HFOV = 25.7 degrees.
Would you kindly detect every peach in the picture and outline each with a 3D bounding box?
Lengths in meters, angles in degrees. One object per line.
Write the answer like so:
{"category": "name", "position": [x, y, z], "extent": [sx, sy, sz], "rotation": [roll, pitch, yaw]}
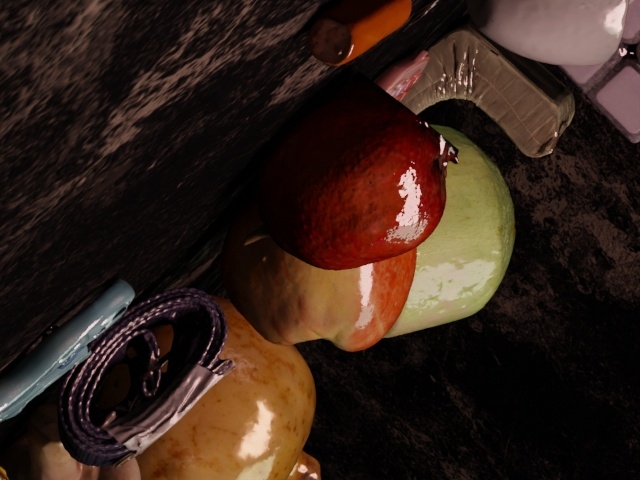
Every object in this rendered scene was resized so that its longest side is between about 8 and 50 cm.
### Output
{"category": "peach", "position": [0.000, 0.000, 1.643], "extent": [0.232, 0.257, 0.232], "rotation": [1, 179, 0]}

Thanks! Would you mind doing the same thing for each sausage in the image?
{"category": "sausage", "position": [0.033, -0.170, 1.076], "extent": [0.131, 0.041, 0.039], "rotation": [-42, 155, -54]}

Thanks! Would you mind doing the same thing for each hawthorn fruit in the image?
{"category": "hawthorn fruit", "position": [0.019, -0.059, 1.455], "extent": [0.251, 0.189, 0.189], "rotation": [-25, -178, 12]}

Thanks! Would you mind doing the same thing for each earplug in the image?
{"category": "earplug", "position": [0.267, -0.311, 1.345], "extent": [0.325, 0.175, 0.214], "rotation": [-54, 176, -16]}

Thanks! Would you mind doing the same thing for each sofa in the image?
{"category": "sofa", "position": [0.234, -0.191, 2.009], "extent": [0.176, 0.225, 0.210], "rotation": [-49, 179, 21]}

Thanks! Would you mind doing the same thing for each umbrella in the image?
{"category": "umbrella", "position": [0.127, -0.262, 1.466], "extent": [0.122, 0.013, 0.022], "rotation": [-46, -161, 19]}

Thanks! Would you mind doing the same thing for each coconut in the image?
{"category": "coconut", "position": [0.113, -0.015, 2.012], "extent": [0.328, 0.328, 0.281], "rotation": [-44, -143, -3]}

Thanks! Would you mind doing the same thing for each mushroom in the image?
{"category": "mushroom", "position": [-0.327, 0.296, 1.737], "extent": [0.207, 0.207, 0.215], "rotation": [-43, 146, -38]}

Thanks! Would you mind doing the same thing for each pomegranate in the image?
{"category": "pomegranate", "position": [-0.142, 0.251, 1.977], "extent": [0.342, 0.342, 0.342], "rotation": [-44, 178, -2]}

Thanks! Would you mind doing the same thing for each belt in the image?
{"category": "belt", "position": [-0.205, 0.160, 1.617], "extent": [0.230, 0.139, 0.126], "rotation": [-46, 178, -21]}

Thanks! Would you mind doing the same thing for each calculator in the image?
{"category": "calculator", "position": [0.027, -0.126, 1.808], "extent": [0.330, 0.048, 0.220], "rotation": [-48, 176, 22]}

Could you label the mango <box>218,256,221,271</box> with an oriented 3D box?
{"category": "mango", "position": [-0.106, 0.027, 1.993], "extent": [0.080, 0.060, 0.114], "rotation": [-47, 174, 6]}

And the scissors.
{"category": "scissors", "position": [-0.298, 0.155, 1.232], "extent": [0.180, 0.032, 0.393], "rotation": [-47, 176, 40]}

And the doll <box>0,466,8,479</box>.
{"category": "doll", "position": [-0.477, 0.386, 1.525], "extent": [0.365, 0.094, 0.160], "rotation": [-43, -175, -15]}

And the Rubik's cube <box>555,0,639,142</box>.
{"category": "Rubik's cube", "position": [0.466, -0.371, 1.892], "extent": [0.301, 0.304, 0.305], "rotation": [-42, 175, -47]}
